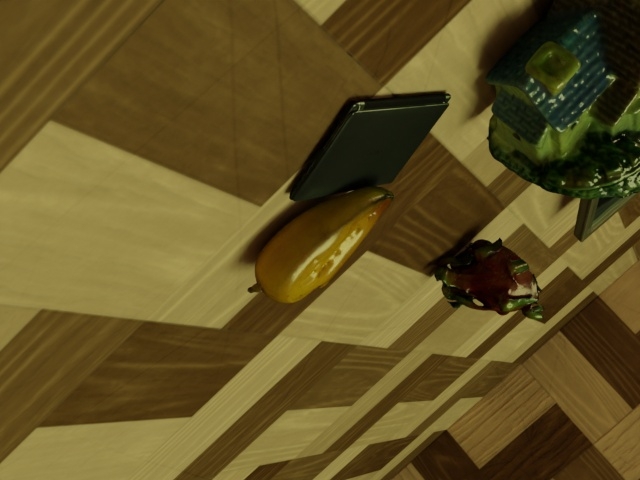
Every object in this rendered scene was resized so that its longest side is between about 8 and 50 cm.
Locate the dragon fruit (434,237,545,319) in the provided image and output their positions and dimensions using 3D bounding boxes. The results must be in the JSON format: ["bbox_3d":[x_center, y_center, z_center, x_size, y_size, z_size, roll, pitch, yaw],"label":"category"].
[{"bbox_3d":[0.262,0.065,1.504,0.175,0.142,0.138,-7,130,-10],"label":"dragon fruit"}]

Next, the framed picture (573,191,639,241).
[{"bbox_3d":[0.619,-0.198,1.638,0.446,0.028,0.326,-39,157,-6],"label":"framed picture"}]

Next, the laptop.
[{"bbox_3d":[0.054,-0.097,0.971,0.180,0.016,0.129,-13,147,-50],"label":"laptop"}]

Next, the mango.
[{"bbox_3d":[0.000,0.000,1.003,0.187,0.066,0.101,-38,158,-6],"label":"mango"}]

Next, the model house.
[{"bbox_3d":[0.288,-0.167,1.007,0.214,0.195,0.189,-41,152,-4],"label":"model house"}]
